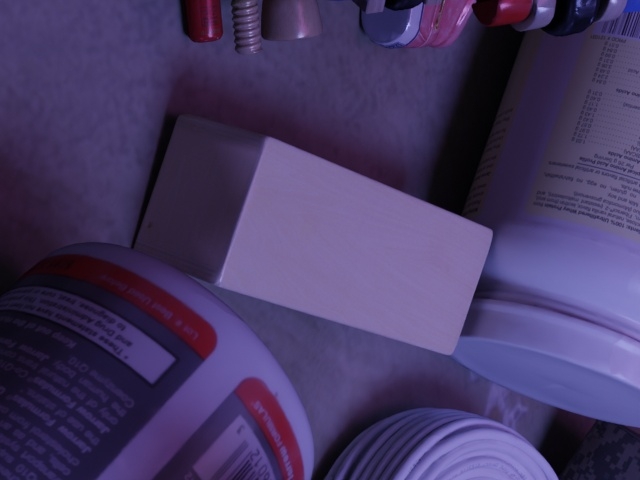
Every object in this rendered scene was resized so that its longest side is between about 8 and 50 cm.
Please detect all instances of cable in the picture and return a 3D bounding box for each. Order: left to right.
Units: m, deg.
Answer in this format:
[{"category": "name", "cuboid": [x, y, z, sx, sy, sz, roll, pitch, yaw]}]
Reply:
[{"category": "cable", "cuboid": [0.090, 0.261, 1.300, 0.257, 0.089, 0.257, 37, 69, -41]}]

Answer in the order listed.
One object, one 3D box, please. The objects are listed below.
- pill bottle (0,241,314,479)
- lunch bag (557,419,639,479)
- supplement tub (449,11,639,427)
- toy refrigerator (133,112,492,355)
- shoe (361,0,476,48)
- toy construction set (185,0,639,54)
[{"category": "pill bottle", "cuboid": [-0.184, 0.185, 0.879, 0.363, 0.210, 0.210, -47, 129, -34]}, {"category": "lunch bag", "cuboid": [0.298, 0.338, 1.484, 0.305, 0.212, 0.256, 37, 86, -44]}, {"category": "supplement tub", "cuboid": [0.240, -0.035, 1.323, 0.235, 0.235, 0.324, 35, 71, -47]}, {"category": "toy refrigerator", "cuboid": [0.000, 0.000, 1.158, 0.269, 0.094, 0.102, 19, 89, -49]}, {"category": "shoe", "cuboid": [0.081, -0.230, 1.235, 0.081, 0.063, 0.178, -3, 104, -51]}, {"category": "toy construction set", "cuboid": [0.057, -0.253, 1.048, 0.257, 0.309, 0.237, -101, -174, -74]}]
